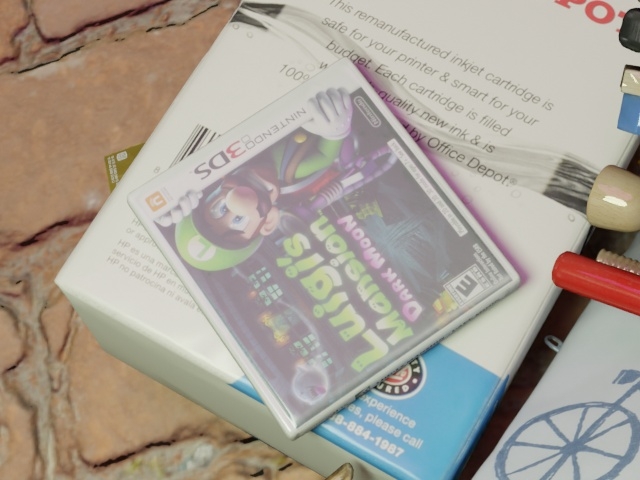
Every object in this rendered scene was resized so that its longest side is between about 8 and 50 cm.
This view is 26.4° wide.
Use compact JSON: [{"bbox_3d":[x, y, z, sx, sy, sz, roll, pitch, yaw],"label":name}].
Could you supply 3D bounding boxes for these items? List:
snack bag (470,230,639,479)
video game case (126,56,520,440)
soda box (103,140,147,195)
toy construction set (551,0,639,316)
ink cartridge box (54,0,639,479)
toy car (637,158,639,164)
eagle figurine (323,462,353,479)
[{"bbox_3d":[0.274,0.079,0.818,0.323,0.037,0.342,-5,30,39],"label":"snack bag"},{"bbox_3d":[0.000,0.000,0.853,0.173,0.022,0.190,-34,73,-9],"label":"video game case"},{"bbox_3d":[-0.124,0.007,1.097,0.061,0.058,0.181,-19,59,6],"label":"soda box"},{"bbox_3d":[0.309,-0.068,0.817,0.237,0.257,0.309,22,81,29],"label":"toy construction set"},{"bbox_3d":[0.050,-0.042,0.969,0.285,0.166,0.395,28,73,12],"label":"ink cartridge box"},{"bbox_3d":[0.300,-0.048,0.994,0.122,0.040,0.060,36,113,26],"label":"toy car"},{"bbox_3d":[0.018,0.330,0.826,0.298,0.225,0.226,48,128,3],"label":"eagle figurine"}]
